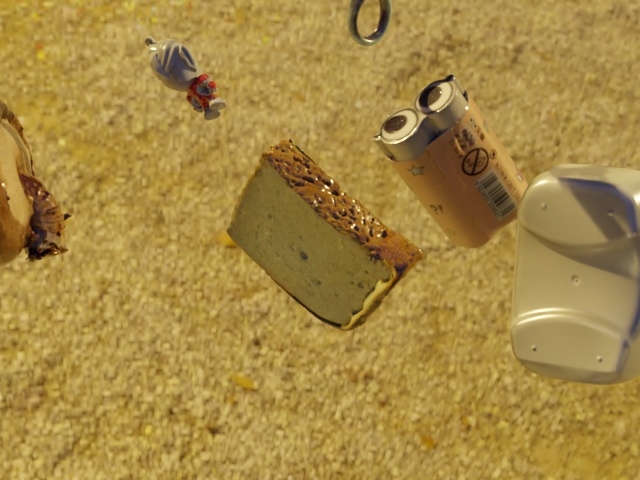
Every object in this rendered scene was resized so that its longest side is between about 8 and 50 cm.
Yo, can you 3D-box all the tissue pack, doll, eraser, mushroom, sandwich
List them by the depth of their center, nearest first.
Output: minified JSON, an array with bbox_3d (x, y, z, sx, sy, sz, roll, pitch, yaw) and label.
[{"bbox_3d":[0.000,0.000,1.573,0.251,0.226,0.087,41,53,7],"label":"sandwich"},{"bbox_3d":[-0.491,-0.079,1.663,0.163,0.278,0.297,-26,13,2],"label":"mushroom"},{"bbox_3d":[0.430,0.049,1.772,0.229,0.333,0.236,8,11,31],"label":"tissue pack"},{"bbox_3d":[0.230,-0.124,1.893,0.171,0.290,0.087,-40,39,3],"label":"eraser"},{"bbox_3d":[-0.229,-0.275,1.895,0.180,0.094,0.079,46,45,6],"label":"doll"}]

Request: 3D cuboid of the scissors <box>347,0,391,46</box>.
[{"bbox_3d":[0.040,-0.449,1.657,0.029,0.256,0.383,33,8,34],"label":"scissors"}]
